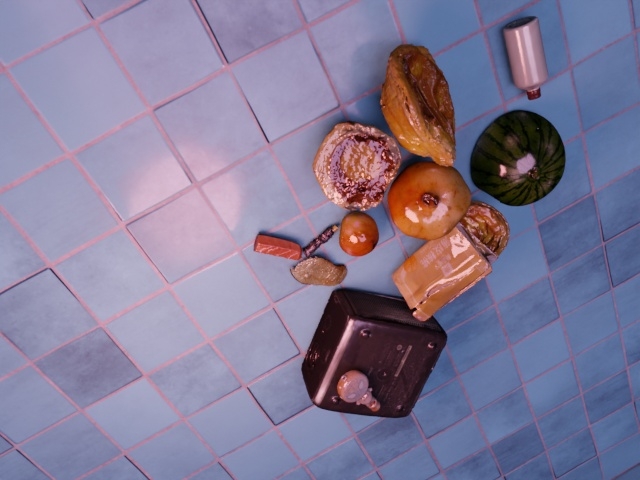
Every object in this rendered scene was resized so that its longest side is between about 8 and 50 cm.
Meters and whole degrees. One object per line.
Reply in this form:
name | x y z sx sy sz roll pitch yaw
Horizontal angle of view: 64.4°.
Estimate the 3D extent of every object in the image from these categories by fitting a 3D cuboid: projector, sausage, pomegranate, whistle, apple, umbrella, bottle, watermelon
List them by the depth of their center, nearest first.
bottle | 0.644 -0.556 1.579 0.104 0.104 0.245 -27 118 -2
pomegranate | 0.340 -0.125 1.596 0.264 0.264 0.265 -6 115 -13
sausage | -0.129 0.027 1.648 0.169 0.065 0.065 13 110 -20
apple | 0.127 -0.019 1.655 0.146 0.146 0.147 -6 115 -13
whistle | 0.128 0.497 1.672 0.107 0.057 0.220 -48 123 -7
umbrella | 0.000 0.000 1.687 0.144 0.040 0.037 -41 84 6
watermelon | 0.692 -0.256 1.690 0.330 0.189 0.331 -9 121 -15
projector | 0.190 0.410 1.813 0.404 0.242 0.395 14 108 -21

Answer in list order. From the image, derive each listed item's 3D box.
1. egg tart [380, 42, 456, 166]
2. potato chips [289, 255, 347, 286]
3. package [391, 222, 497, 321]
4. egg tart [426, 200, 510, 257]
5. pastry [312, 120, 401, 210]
egg tart | 0.282 -0.396 1.481 0.153 0.340 0.351 -15 154 35
potato chips | -0.003 0.104 1.733 0.209 0.026 0.142 -8 129 -15
package | 0.415 0.120 1.711 0.221 0.165 0.311 39 120 -11
egg tart | 0.504 -0.016 1.778 0.296 0.132 0.297 2 116 5
pastry | 0.106 -0.236 1.546 0.236 0.170 0.256 26 115 -3
